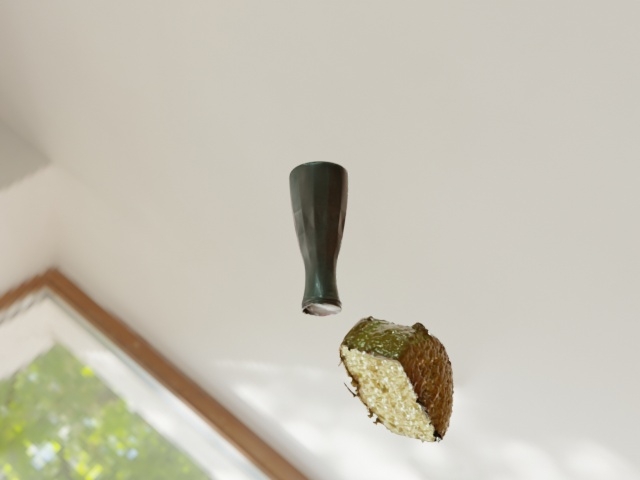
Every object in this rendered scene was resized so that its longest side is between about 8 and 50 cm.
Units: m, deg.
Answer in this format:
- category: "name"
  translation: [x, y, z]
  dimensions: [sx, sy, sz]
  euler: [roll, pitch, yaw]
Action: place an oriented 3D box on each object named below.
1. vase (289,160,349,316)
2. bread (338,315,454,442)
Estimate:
- category: "vase"
  translation: [0.000, 0.000, 2.265]
  dimensions: [0.086, 0.086, 0.214]
  euler: [47, -142, -61]
- category: "bread"
  translation: [0.138, 0.216, 2.710]
  dimensions: [0.147, 0.160, 0.260]
  euler: [-55, -46, -29]
